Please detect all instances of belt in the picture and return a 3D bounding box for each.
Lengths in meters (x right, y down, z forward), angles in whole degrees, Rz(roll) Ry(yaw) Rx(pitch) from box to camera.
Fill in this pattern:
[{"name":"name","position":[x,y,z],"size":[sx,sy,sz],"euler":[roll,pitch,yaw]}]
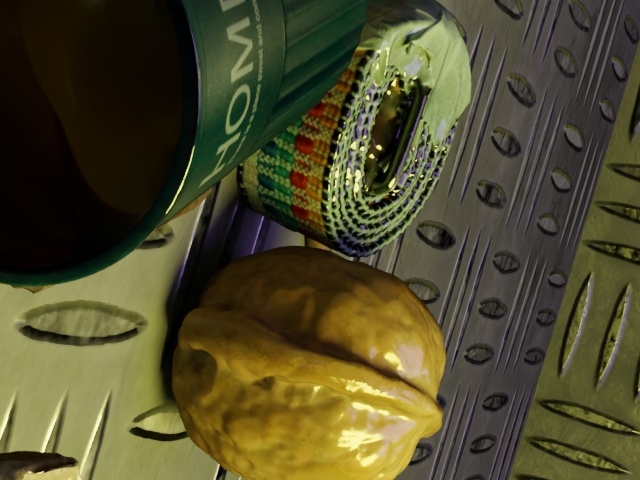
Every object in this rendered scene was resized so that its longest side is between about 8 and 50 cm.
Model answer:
[{"name":"belt","position":[0.036,-0.121,1.553],"size":[0.207,0.150,0.258],"euler":[10,102,-58]}]

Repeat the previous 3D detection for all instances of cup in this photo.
[{"name":"cup","position":[-0.127,-0.164,0.974],"size":[0.292,0.242,0.308],"euler":[-39,119,-61]}]

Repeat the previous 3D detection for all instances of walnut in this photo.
[{"name":"walnut","position":[-0.007,0.120,1.502],"size":[0.257,0.257,0.225],"euler":[52,56,-68]}]

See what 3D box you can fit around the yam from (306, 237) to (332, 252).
[{"name":"yam","position":[0.000,0.000,1.767],"size":[0.145,0.032,0.032],"euler":[91,24,-43]}]

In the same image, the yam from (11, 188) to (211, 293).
[{"name":"yam","position":[-0.157,-0.015,1.279],"size":[0.264,0.046,0.046],"euler":[-33,136,-61]}]

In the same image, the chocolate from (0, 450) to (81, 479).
[{"name":"chocolate","position":[-0.265,0.287,1.146],"size":[0.185,0.100,0.303],"euler":[-19,122,-55]}]
